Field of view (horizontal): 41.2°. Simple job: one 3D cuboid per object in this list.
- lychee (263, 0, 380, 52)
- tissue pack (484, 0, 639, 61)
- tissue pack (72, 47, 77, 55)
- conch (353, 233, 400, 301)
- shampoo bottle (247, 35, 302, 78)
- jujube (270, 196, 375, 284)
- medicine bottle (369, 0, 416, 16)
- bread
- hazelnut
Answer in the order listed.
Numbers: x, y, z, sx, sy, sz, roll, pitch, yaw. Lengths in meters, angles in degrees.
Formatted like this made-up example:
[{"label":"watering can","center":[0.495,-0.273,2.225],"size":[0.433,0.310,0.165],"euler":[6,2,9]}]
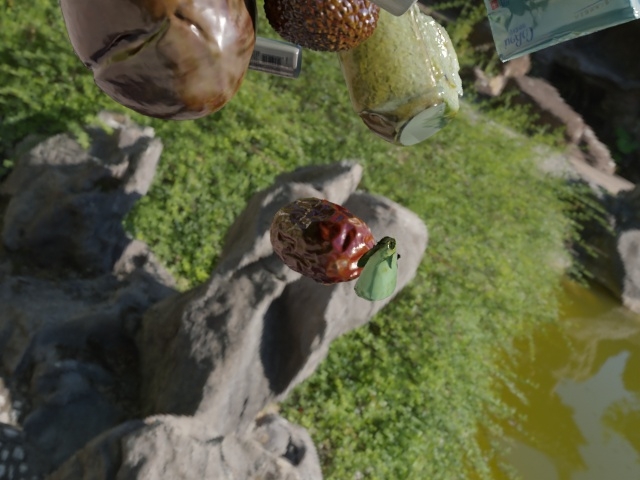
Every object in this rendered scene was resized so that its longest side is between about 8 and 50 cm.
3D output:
[{"label":"lychee","center":[0.001,-0.390,1.353],"size":[0.195,0.194,0.194],"euler":[24,21,-10]},{"label":"tissue pack","center":[0.412,-0.432,1.470],"size":[0.263,0.177,0.089],"euler":[-10,11,45]},{"label":"tissue pack","center":[-0.472,-0.423,1.800],"size":[0.074,0.094,0.058],"euler":[6,-21,20]},{"label":"conch","center":[0.110,0.042,1.588],"size":[0.079,0.170,0.105],"euler":[-1,49,-18]},{"label":"shampoo bottle","center":[-0.157,-0.426,1.937],"size":[0.228,0.086,0.055],"euler":[12,53,8]},{"label":"jujube","center":[0.000,0.000,1.813],"size":[0.174,0.174,0.250],"euler":[7,20,-43]},{"label":"medicine bottle","center":[0.017,-0.371,0.969],"size":[0.252,0.144,0.144],"euler":[26,21,-17]},{"label":"bread","center":[0.185,-0.377,1.991],"size":[0.395,0.239,0.263],"euler":[9,63,-66]},{"label":"hazelnut","center":[-0.251,-0.374,1.369],"size":[0.372,0.315,0.372],"euler":[51,-11,13]}]
